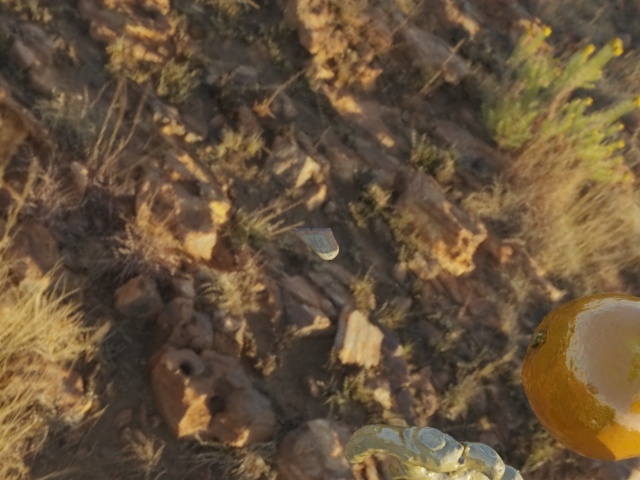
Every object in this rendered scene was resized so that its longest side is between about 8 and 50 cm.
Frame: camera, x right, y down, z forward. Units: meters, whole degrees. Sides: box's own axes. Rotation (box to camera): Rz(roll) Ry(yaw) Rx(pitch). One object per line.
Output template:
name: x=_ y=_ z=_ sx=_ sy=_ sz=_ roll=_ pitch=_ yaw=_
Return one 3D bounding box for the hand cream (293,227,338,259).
hand cream: x=0.000 y=0.000 z=1.522 sx=0.067 sy=0.209 sz=0.043 roll=2 pitch=79 yaw=9

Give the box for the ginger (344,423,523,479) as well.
ginger: x=0.166 y=0.277 z=1.009 sx=0.259 sy=0.149 sz=0.065 roll=22 pitch=65 yaw=-25

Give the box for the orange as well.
orange: x=0.520 y=0.243 z=1.490 sx=0.312 sy=0.312 sz=0.312 roll=20 pitch=49 yaw=-24
